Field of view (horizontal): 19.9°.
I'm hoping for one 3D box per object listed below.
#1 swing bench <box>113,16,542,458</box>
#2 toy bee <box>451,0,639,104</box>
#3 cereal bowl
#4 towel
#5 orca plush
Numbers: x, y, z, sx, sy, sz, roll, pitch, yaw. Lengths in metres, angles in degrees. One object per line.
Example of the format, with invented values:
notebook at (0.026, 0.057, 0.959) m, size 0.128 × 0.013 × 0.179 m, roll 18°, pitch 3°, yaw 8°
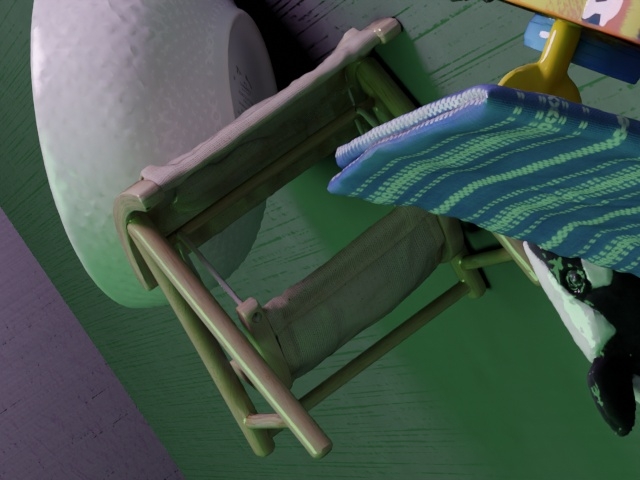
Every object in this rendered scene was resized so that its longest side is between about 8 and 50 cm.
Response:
swing bench at (0.000, 0.000, 1.452) m, size 0.254 × 0.253 × 0.165 m, roll 57°, pitch 161°, yaw -5°
toy bee at (0.120, -0.142, 1.010) m, size 0.298 × 0.162 × 0.195 m, roll -6°, pitch 75°, yaw 53°
cereal bowl at (-0.122, -0.113, 1.594) m, size 0.339 × 0.141 × 0.338 m, roll -9°, pitch -90°, yaw -77°
towel at (0.192, -0.007, 0.991) m, size 0.336 × 0.040 × 0.243 m, roll 16°, pitch 169°, yaw -16°
orca plush at (0.258, 0.082, 1.205) m, size 0.102 × 0.151 × 0.287 m, roll -29°, pitch 94°, yaw 40°
